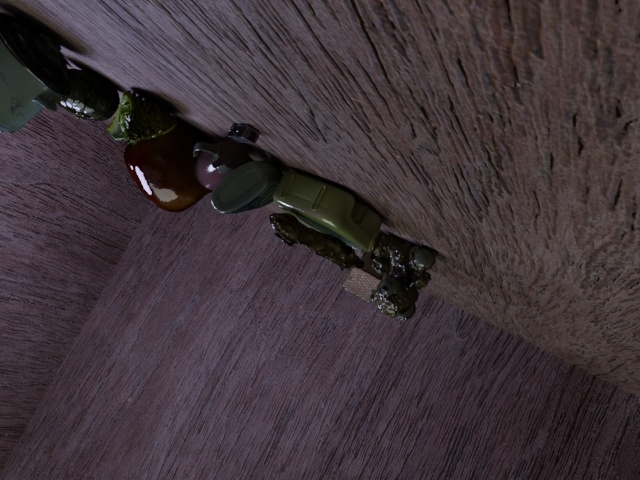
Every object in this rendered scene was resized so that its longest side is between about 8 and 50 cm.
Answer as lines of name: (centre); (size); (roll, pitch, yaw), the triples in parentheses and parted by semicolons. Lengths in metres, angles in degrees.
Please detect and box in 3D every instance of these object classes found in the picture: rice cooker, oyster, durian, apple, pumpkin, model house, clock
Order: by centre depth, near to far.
rice cooker: (-0.848, -0.465, 1.607); (0.316, 0.316, 0.264); (28, -176, 3)
oyster: (0.000, 0.001, 1.682); (0.345, 0.078, 0.129); (26, -162, -26)
clock: (0.050, -0.072, 1.719); (0.286, 0.117, 0.348); (24, 176, 42)
durian: (-0.549, -0.356, 1.785); (0.157, 0.169, 0.355); (30, -179, -31)
pumpkin: (-0.775, -0.475, 1.921); (0.223, 0.157, 0.223); (17, 178, 1)
apple: (-0.495, -0.252, 1.984); (0.317, 0.288, 0.288); (48, 167, -31)
model house: (0.192, 0.104, 2.139); (0.169, 0.244, 0.326); (30, 175, -2)

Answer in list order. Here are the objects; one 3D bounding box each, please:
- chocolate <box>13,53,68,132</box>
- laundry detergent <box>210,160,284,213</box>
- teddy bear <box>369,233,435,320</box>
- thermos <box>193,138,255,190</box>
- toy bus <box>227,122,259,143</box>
chocolate: (-0.974, -0.511, 1.880); (0.137, 0.301, 0.289); (41, 173, -14)
laundry detergent: (-0.203, -0.153, 1.775); (0.105, 0.215, 0.280); (55, -170, 4)
teddy bear: (0.257, 0.127, 1.906); (0.156, 0.256, 0.267); (25, 180, -40)
thermos: (-0.306, -0.245, 1.782); (0.176, 0.146, 0.265); (15, 171, -18)
toy bus: (-0.194, -0.264, 1.452); (0.052, 0.037, 0.130); (28, 178, -29)
